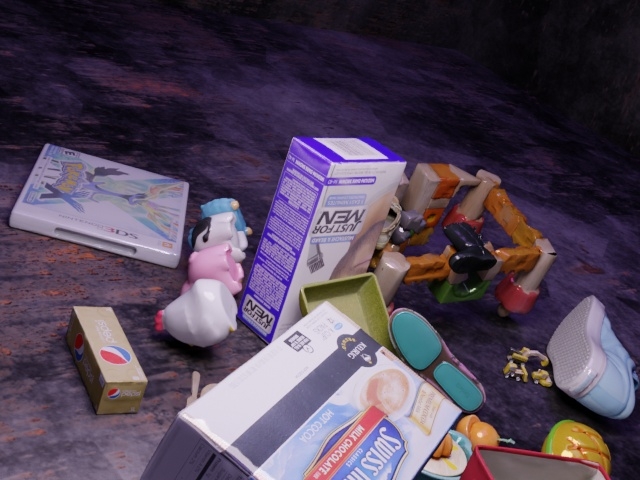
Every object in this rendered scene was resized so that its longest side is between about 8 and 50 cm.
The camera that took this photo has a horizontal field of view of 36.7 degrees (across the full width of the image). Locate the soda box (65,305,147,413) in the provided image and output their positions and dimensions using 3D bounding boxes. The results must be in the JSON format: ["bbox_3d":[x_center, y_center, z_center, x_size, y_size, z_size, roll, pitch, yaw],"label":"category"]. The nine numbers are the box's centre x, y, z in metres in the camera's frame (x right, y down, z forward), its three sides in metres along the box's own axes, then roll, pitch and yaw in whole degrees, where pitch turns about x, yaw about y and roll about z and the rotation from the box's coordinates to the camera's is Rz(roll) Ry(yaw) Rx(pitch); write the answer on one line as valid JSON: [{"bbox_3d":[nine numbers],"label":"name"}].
[{"bbox_3d":[-0.306,0.167,1.368,0.061,0.058,0.181,4,29,-32],"label":"soda box"}]

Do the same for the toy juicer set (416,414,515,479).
[{"bbox_3d":[0.151,0.290,1.430,0.329,0.089,0.209,12,26,-18],"label":"toy juicer set"}]

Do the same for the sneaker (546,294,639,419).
[{"bbox_3d":[0.529,0.233,1.840,0.150,0.135,0.366,41,26,-3],"label":"sneaker"}]

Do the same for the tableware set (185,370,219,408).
[{"bbox_3d":[-0.136,0.272,1.302,0.128,0.039,0.194,30,27,-17],"label":"tableware set"}]

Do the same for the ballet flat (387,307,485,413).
[{"bbox_3d":[0.192,0.201,1.628,0.221,0.077,0.079,45,2,-4],"label":"ballet flat"}]

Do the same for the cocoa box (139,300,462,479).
[{"bbox_3d":[-0.030,0.272,1.113,0.228,0.231,0.347,37,29,12],"label":"cocoa box"}]

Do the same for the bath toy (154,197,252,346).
[{"bbox_3d":[-0.189,0.066,1.596,0.129,0.151,0.348,-17,26,10],"label":"bath toy"}]

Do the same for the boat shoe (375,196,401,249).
[{"bbox_3d":[0.116,-0.044,1.718,0.056,0.048,0.153,26,37,4],"label":"boat shoe"}]

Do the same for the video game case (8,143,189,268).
[{"bbox_3d":[-0.403,-0.072,1.822,0.300,0.036,0.329,15,24,-12],"label":"video game case"}]

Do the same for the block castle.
[{"bbox_3d":[0.205,0.024,1.902,0.453,0.213,0.303,-5,46,-32],"label":"block castle"}]

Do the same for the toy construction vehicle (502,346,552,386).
[{"bbox_3d":[0.387,0.233,1.803,0.098,0.035,0.086,17,24,-8],"label":"toy construction vehicle"}]

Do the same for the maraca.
[{"bbox_3d":[0.386,0.353,1.474,0.127,0.099,0.185,48,41,-4],"label":"maraca"}]

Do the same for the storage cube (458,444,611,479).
[{"bbox_3d":[0.261,0.390,1.179,0.215,0.193,0.183,11,26,-19],"label":"storage cube"}]

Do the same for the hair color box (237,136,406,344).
[{"bbox_3d":[0.000,0.000,1.614,0.185,0.338,0.110,-6,34,-45],"label":"hair color box"}]

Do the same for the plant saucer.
[{"bbox_3d":[0.044,0.157,1.589,0.188,0.045,0.188,-8,77,-47],"label":"plant saucer"}]

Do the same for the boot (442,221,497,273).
[{"bbox_3d":[0.254,0.010,1.731,0.121,0.045,0.099,-1,45,-40],"label":"boot"}]
